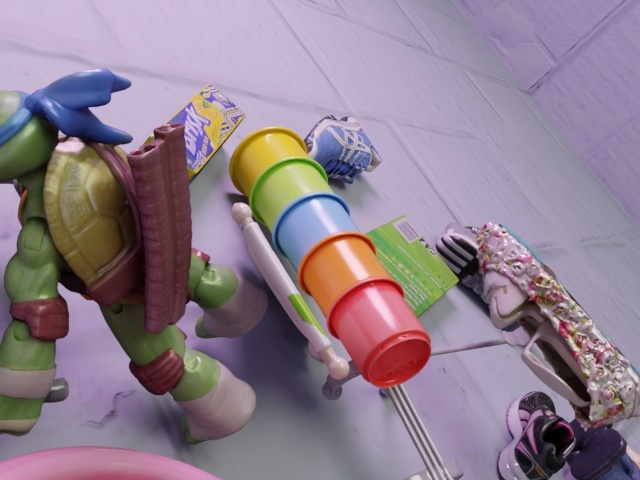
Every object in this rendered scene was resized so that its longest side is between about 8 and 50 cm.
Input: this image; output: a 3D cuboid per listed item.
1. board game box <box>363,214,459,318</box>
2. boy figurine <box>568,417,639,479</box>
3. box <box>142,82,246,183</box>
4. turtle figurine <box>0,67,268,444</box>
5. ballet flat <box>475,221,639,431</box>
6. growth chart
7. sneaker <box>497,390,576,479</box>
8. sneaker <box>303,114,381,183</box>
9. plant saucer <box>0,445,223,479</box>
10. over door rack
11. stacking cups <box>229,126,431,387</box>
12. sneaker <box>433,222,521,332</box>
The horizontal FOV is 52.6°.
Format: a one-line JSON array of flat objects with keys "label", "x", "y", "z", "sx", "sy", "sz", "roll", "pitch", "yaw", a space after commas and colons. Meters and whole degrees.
[{"label": "board game box", "x": 0.089, "y": 0.044, "z": 0.818, "sx": 0.124, "sy": 0.039, "sz": 0.259, "roll": 51, "pitch": 28, "yaw": 9}, {"label": "boy figurine", "x": 0.445, "y": 0.347, "z": 0.847, "sx": 0.285, "sy": 0.092, "sz": 0.177, "roll": 39, "pitch": 20, "yaw": -9}, {"label": "box", "x": -0.139, "y": -0.108, "z": 0.694, "sx": 0.059, "sy": 0.054, "sz": 0.169, "roll": 39, "pitch": 31, "yaw": -12}, {"label": "turtle figurine", "x": -0.173, "y": 0.033, "z": 0.439, "sx": 0.266, "sy": 0.275, "sz": 0.198, "roll": 48, "pitch": 0, "yaw": -39}, {"label": "ballet flat", "x": 0.222, "y": 0.083, "z": 0.652, "sx": 0.077, "sy": 0.091, "sz": 0.241, "roll": -30, "pitch": 64, "yaw": -14}, {"label": "growth chart", "x": -0.032, "y": 0.042, "z": 0.570, "sx": 0.172, "sy": 0.021, "sz": 0.237, "roll": 58, "pitch": -5, "yaw": 7}, {"label": "sneaker", "x": 0.274, "y": 0.236, "z": 0.779, "sx": 0.072, "sy": 0.077, "sz": 0.178, "roll": 47, "pitch": 29, "yaw": -1}, {"label": "sneaker", "x": 0.027, "y": -0.121, "z": 0.892, "sx": 0.081, "sy": 0.080, "sz": 0.211, "roll": 47, "pitch": 31, "yaw": 6}, {"label": "plant saucer", "x": -0.063, "y": 0.244, "z": 0.272, "sx": 0.332, "sy": 0.084, "sz": 0.332, "roll": 40, "pitch": 13, "yaw": -11}, {"label": "over door rack", "x": 0.172, "y": 0.210, "z": 0.634, "sx": 0.324, "sy": 0.108, "sz": 0.239, "roll": -5, "pitch": 56, "yaw": -39}, {"label": "stacking cups", "x": 0.000, "y": 0.000, "z": 0.620, "sx": 0.096, "sy": 0.096, "sz": 0.316, "roll": 21, "pitch": 23, "yaw": -37}, {"label": "sneaker", "x": 0.279, "y": 0.048, "z": 1.006, "sx": 0.229, "sy": 0.086, "sz": 0.132, "roll": 42, "pitch": 28, "yaw": -6}]
